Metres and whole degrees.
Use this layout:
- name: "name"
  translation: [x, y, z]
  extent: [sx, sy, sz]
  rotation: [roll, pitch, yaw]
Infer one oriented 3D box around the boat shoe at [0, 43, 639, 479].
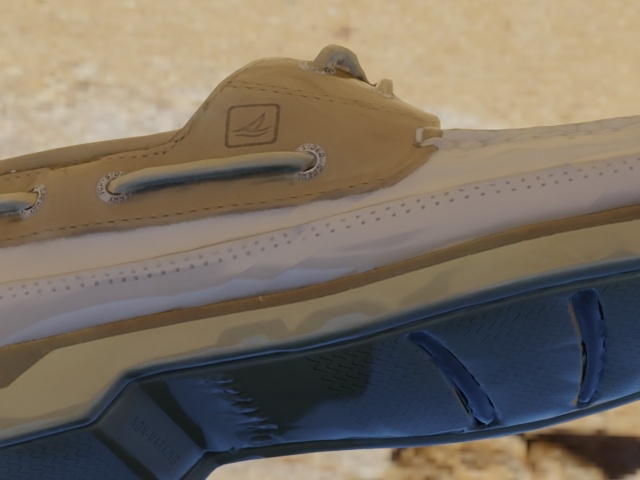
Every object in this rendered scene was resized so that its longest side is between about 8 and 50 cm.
- name: "boat shoe"
  translation: [0.000, 0.000, 0.513]
  extent: [0.302, 0.103, 0.113]
  rotation: [-12, 153, 1]
